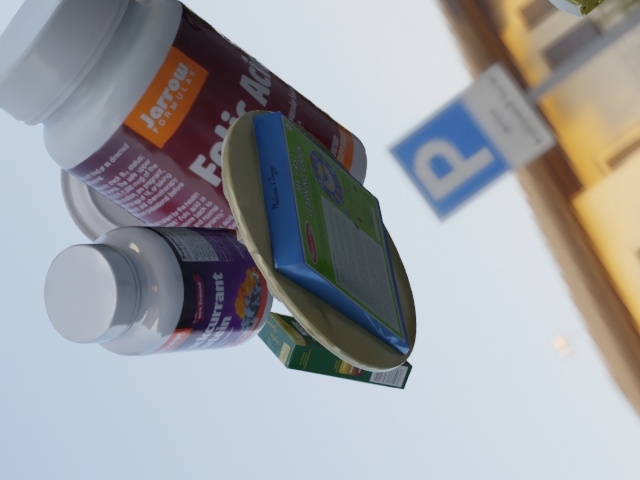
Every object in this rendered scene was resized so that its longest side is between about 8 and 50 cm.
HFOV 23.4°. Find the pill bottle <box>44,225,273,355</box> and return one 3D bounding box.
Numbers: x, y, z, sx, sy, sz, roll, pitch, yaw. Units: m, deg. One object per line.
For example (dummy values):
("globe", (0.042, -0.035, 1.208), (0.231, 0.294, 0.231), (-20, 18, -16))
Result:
("pill bottle", (-0.135, 0.042, 1.296), (0.193, 0.108, 0.108), (0, -124, -55))

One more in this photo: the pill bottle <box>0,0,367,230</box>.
("pill bottle", (-0.160, -0.129, 1.704), (0.392, 0.224, 0.224), (35, -155, -24))

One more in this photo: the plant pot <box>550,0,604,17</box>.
("plant pot", (0.289, -0.302, 1.754), (0.083, 0.081, 0.081), (54, -174, 19))

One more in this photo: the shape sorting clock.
("shape sorting clock", (0.000, 0.000, 1.081), (0.206, 0.040, 0.206), (47, -154, -31))

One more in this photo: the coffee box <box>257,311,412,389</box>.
("coffee box", (0.019, 0.145, 2.049), (0.184, 0.040, 0.113), (13, -164, -26))

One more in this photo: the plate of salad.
("plate of salad", (-0.219, -0.075, 1.907), (0.200, 0.200, 0.048), (53, 168, -1))
